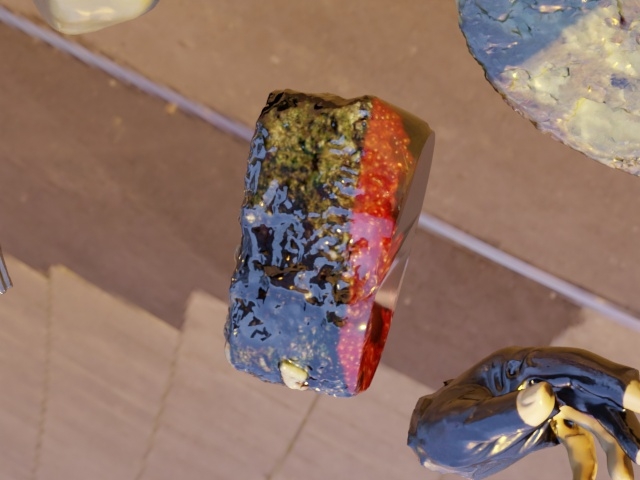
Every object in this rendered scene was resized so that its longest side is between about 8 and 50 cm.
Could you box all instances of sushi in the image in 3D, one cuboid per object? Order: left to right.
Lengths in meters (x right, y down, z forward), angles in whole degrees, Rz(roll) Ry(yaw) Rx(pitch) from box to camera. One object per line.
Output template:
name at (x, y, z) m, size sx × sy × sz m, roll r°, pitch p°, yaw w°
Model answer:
sushi at (0.000, 0.000, 1.130) m, size 0.126 × 0.225 × 0.136 m, roll 14°, pitch -179°, yaw 11°

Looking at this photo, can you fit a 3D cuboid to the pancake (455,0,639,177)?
pancake at (0.176, -0.111, 0.729) m, size 0.254 × 0.037 × 0.253 m, roll 17°, pitch 150°, yaw 10°

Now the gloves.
gloves at (0.226, 0.186, 1.591) m, size 0.301 × 0.152 × 0.197 m, roll 3°, pitch 169°, yaw 43°

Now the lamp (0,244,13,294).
lamp at (-0.490, -0.011, 1.661) m, size 0.283 × 0.203 × 0.124 m, roll -3°, pitch 121°, yaw -17°

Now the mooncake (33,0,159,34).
mooncake at (-0.219, -0.319, 1.358) m, size 0.275 × 0.135 × 0.274 m, roll 166°, pitch 90°, yaw -76°
